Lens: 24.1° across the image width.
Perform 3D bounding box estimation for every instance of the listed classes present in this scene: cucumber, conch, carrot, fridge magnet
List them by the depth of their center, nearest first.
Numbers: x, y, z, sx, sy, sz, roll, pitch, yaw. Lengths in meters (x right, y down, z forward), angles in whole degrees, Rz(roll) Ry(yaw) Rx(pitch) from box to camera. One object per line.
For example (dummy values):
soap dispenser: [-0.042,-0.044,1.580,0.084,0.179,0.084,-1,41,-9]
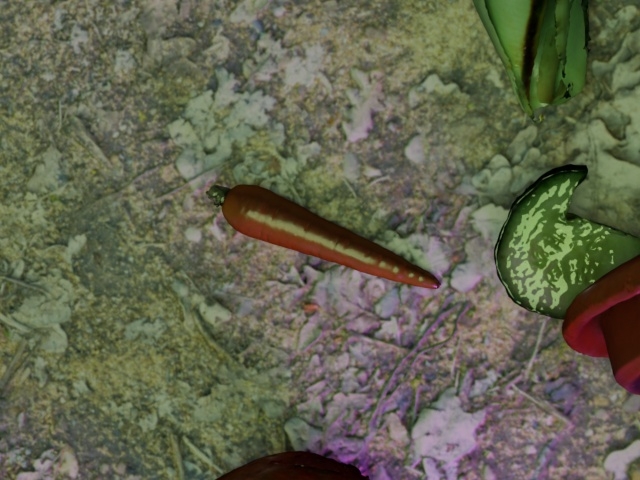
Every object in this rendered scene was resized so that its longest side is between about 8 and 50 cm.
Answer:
fridge magnet: [0.452,0.075,1.683,0.363,0.363,0.155,-18,69,19]
conch: [0.264,-0.280,1.811,0.143,0.137,0.251,-22,90,18]
cucumber: [0.304,0.012,1.842,0.191,0.130,0.191,2,100,14]
carrot: [0.000,0.000,1.969,0.336,0.069,0.069,24,103,10]

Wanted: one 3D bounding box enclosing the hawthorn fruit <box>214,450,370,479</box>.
hawthorn fruit: [-0.047,0.426,1.922,0.316,0.316,0.316,2,97,17]
